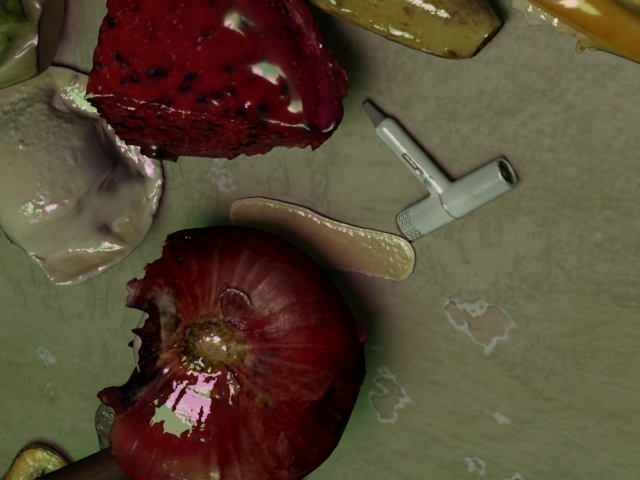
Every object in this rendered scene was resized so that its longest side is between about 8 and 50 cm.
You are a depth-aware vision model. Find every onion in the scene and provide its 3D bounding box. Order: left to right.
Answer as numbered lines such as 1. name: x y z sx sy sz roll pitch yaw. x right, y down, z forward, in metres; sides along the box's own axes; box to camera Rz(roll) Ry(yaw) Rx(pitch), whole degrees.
1. onion: -0.102 0.147 1.828 0.341 0.341 0.341 10 118 20

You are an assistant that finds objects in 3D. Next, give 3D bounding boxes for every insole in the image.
1. insole: 0.000 0.000 1.892 0.248 0.011 0.081 14 118 17

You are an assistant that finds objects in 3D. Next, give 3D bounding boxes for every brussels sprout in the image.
1. brussels sprout: -0.439 -0.282 1.837 0.244 0.244 0.244 10 118 20

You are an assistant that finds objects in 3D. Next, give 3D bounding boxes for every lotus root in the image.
1. lotus root: 0.077 -0.276 1.677 0.258 0.097 0.110 27 130 1

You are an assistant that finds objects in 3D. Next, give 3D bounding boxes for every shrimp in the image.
1. shrimp: -0.416 0.373 2.252 0.124 0.034 0.178 36 119 -3

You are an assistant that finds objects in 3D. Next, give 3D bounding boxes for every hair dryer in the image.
1. hair dryer: 0.120 -0.105 1.772 0.155 0.044 0.183 -28 97 30

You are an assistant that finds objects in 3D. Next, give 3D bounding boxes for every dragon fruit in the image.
1. dragon fruit: -0.125 -0.172 1.733 0.330 0.240 0.302 25 141 20

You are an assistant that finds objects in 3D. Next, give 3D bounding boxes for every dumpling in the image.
1. dumpling: -0.317 -0.093 1.917 0.227 0.175 0.243 -23 121 1

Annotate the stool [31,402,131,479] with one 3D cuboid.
1. stool: -0.199 0.392 2.048 0.310 0.226 0.310 5 118 22

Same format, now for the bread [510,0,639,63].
1. bread: 0.277 -0.317 1.497 0.316 0.211 0.270 35 122 2
